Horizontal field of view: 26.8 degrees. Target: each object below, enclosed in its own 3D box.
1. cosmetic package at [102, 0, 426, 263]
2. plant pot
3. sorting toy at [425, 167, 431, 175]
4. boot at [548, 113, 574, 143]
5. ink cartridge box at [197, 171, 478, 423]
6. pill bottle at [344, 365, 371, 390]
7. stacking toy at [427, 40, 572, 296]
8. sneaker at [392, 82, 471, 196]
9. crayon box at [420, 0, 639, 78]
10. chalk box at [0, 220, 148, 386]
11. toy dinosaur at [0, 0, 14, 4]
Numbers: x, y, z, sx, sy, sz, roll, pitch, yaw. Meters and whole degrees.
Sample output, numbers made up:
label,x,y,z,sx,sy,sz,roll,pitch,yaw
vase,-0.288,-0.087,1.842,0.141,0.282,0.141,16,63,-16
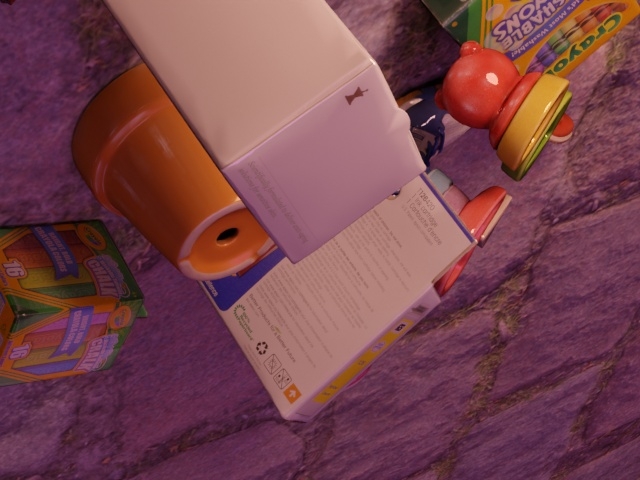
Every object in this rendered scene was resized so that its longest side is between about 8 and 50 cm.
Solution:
label,x,y,z,sx,sy,sz,roll,pitch,yaw
cosmetic package,-0.080,-0.183,1.177,0.155,0.365,0.197,-35,149,0
plant pot,-0.138,-0.066,1.462,0.205,0.188,0.205,-24,148,-16
sorting toy,0.123,-0.086,1.844,0.061,0.042,0.102,-24,164,12
boot,0.320,-0.187,1.872,0.158,0.059,0.085,14,120,-51
ink cartridge box,0.000,0.000,1.577,0.307,0.303,0.072,-42,152,14
pill bottle,0.003,0.076,1.828,0.160,0.160,0.283,-24,147,-18
stacking toy,0.181,-0.099,1.656,0.309,0.130,0.279,-60,170,18
sneaker,0.094,-0.090,1.715,0.296,0.131,0.112,-30,148,-11
crayon box,0.267,-0.286,1.651,0.203,0.083,0.323,-41,150,11
chalk box,-0.296,0.069,1.557,0.213,0.132,0.132,-7,140,-40
toy dinosaur,-0.316,-0.214,1.206,0.082,0.090,0.047,12,152,-12
